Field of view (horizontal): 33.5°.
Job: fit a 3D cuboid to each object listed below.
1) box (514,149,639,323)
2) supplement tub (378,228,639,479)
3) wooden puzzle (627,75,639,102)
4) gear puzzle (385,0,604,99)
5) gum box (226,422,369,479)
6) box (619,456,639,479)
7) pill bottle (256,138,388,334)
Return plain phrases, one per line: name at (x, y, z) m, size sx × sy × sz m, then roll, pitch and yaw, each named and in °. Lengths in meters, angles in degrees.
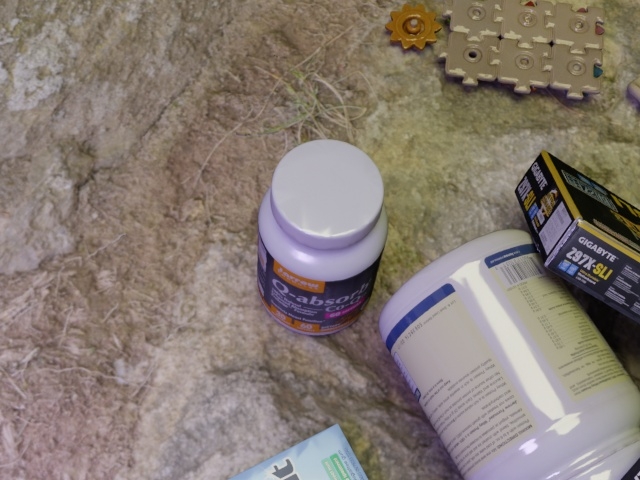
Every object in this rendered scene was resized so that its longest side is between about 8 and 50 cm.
box at (0.408, 0.031, 1.338) m, size 0.322 × 0.257 × 0.079 m, roll 30°, pitch 108°, yaw -10°
supplement tub at (0.242, 0.176, 1.297) m, size 0.235 × 0.235 × 0.325 m, roll -24°, pitch 69°, yaw -15°
wooden puzzle at (0.693, -0.214, 1.607) m, size 0.347 × 0.080 × 0.322 m, roll -33°, pitch 71°, yaw -18°
gear puzzle at (0.266, -0.300, 1.641) m, size 0.338 × 0.044 × 0.176 m, roll 7°, pitch 66°, yaw 2°
gum box at (-0.023, 0.337, 1.306) m, size 0.184 × 0.041 × 0.157 m, roll -25°, pitch 70°, yaw -16°
box at (0.442, 0.321, 1.222) m, size 0.293 × 0.296 × 0.073 m, roll -42°, pitch 39°, yaw -21°
pill bottle at (0.000, 0.000, 1.339) m, size 0.162 × 0.278 × 0.162 m, roll 1°, pitch 64°, yaw -3°
